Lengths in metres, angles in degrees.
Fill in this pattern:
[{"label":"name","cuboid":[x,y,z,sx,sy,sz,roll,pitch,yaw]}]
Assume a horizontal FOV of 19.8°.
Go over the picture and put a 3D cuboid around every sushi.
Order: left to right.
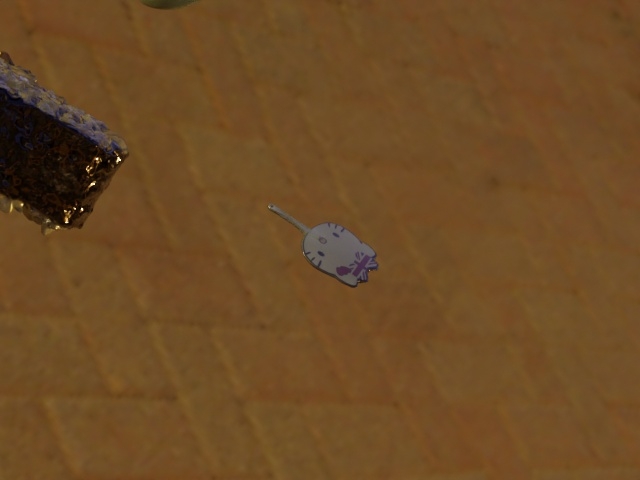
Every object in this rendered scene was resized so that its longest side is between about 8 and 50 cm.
[{"label":"sushi","cuboid":[-0.198,-0.067,1.133,0.150,0.078,0.090,34,8,-15]}]

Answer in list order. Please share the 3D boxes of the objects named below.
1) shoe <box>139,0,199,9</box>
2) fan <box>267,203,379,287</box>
[{"label":"shoe","cuboid":[-0.086,-0.260,1.361,0.195,0.079,0.078,-56,140,-27]},{"label":"fan","cuboid":[0.000,0.000,1.201,0.083,0.004,0.056,35,35,4]}]
